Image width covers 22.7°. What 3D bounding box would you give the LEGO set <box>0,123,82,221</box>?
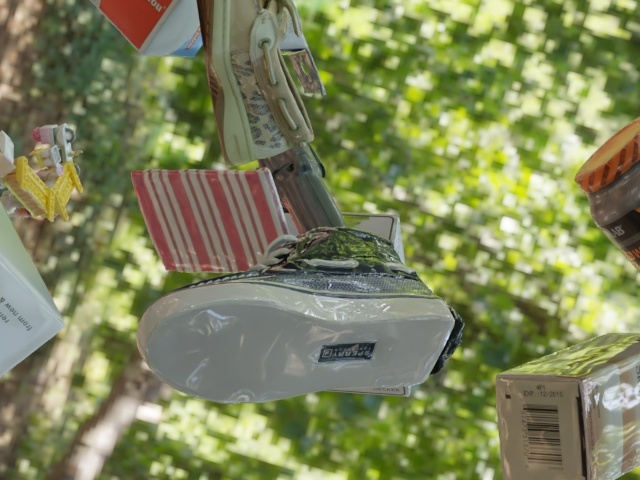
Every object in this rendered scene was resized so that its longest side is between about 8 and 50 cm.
[{"bbox_3d":[-0.403,-0.077,2.080,0.287,0.107,0.132,-32,111,-76],"label":"LEGO set"}]

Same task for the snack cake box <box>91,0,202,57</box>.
[{"bbox_3d":[-0.183,-0.312,1.476,0.152,0.264,0.089,-50,161,23],"label":"snack cake box"}]

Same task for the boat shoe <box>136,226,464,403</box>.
[{"bbox_3d":[-0.039,0.062,1.532,0.158,0.341,0.127,54,-52,45],"label":"boat shoe"}]

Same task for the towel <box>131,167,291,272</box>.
[{"bbox_3d":[-0.126,-0.026,1.920,0.029,0.197,0.144,-57,139,-47],"label":"towel"}]

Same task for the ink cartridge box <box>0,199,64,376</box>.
[{"bbox_3d":[-0.447,0.080,1.375,0.385,0.160,0.279,-38,-142,-2],"label":"ink cartridge box"}]

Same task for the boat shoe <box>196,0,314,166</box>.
[{"bbox_3d":[-0.057,-0.176,1.369,0.285,0.089,0.104,87,-7,-57],"label":"boat shoe"}]

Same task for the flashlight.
[{"bbox_3d":[0.000,0.000,1.932,0.103,0.103,0.304,-39,-135,11],"label":"flashlight"}]

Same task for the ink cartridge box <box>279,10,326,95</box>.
[{"bbox_3d":[-0.061,-0.250,1.663,0.223,0.045,0.224,-140,-151,-83],"label":"ink cartridge box"}]

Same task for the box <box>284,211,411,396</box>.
[{"bbox_3d":[0.035,0.087,2.142,0.290,0.169,0.087,77,20,-48],"label":"box"}]

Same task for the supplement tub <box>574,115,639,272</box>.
[{"bbox_3d":[0.541,-0.026,2.392,0.193,0.316,0.193,-43,-176,4],"label":"supplement tub"}]

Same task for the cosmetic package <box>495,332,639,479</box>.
[{"bbox_3d":[0.359,0.217,2.056,0.296,0.129,0.153,-14,100,-52],"label":"cosmetic package"}]
